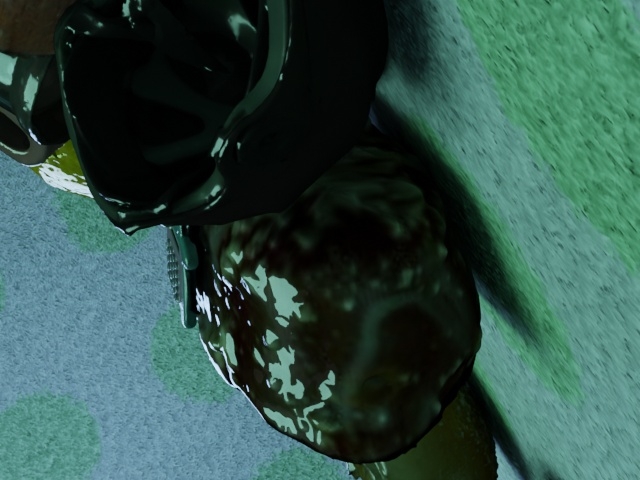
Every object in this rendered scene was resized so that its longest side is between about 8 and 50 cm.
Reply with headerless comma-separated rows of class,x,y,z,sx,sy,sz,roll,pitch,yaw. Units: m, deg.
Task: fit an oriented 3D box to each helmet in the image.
helmet,-0.048,-0.131,1.106,0.305,0.177,0.225,-40,57,40

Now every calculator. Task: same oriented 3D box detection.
calculator,-0.117,0.003,1.307,0.094,0.019,0.141,-114,21,-48

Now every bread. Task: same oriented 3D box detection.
bread,0.088,0.195,1.722,0.314,0.171,0.192,57,171,12

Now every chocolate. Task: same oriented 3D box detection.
chocolate,0.000,0.000,1.317,0.340,0.225,0.210,-126,22,-49

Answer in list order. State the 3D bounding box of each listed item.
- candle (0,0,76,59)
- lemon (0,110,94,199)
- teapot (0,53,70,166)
candle,-0.260,-0.319,1.611,0.317,0.287,0.131,-99,31,-44
lemon,-0.289,-0.209,2.133,0.336,0.336,0.336,58,174,10
teapot,-0.402,-0.267,1.856,0.362,0.305,0.376,33,140,12
